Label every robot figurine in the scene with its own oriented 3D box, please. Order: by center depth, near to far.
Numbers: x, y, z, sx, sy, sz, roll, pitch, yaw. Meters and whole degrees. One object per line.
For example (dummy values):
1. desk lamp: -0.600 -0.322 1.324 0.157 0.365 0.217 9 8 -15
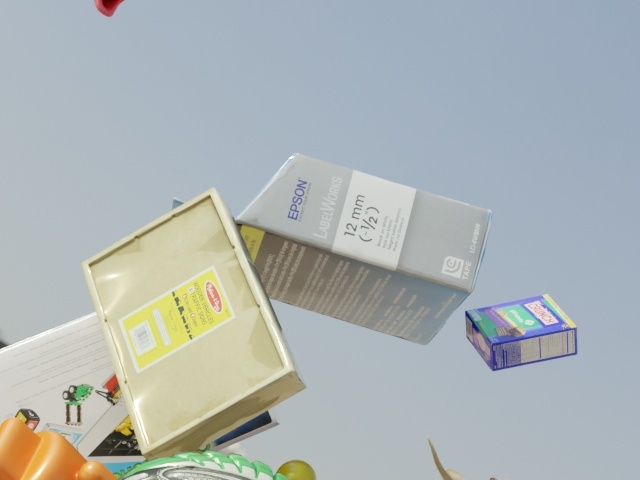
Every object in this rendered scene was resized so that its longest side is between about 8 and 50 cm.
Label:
1. robot figurine: -0.258 0.273 1.396 0.219 0.158 0.128 51 -9 -21

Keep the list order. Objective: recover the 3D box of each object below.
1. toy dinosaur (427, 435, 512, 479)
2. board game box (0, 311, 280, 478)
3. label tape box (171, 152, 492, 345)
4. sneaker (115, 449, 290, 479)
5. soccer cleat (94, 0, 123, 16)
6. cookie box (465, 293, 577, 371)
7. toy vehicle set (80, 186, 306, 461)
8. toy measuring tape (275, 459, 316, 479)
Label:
1. toy dinosaur: 0.148 0.247 1.380 0.092 0.053 0.183 46 8 34
2. board game box: -0.221 0.172 1.577 0.053 0.305 0.193 142 -73 -75
3. label tape box: 0.000 0.000 1.706 0.348 0.115 0.249 18 -20 -2
4. sneaker: -0.029 0.283 1.181 0.344 0.134 0.146 23 13 6
5. soccer cleat: -0.174 -0.342 1.647 0.248 0.095 0.083 -23 -29 35
6. cookie box: 0.236 0.108 1.703 0.092 0.107 0.040 -123 -154 -62
7. toy vehicle set: -0.133 0.082 1.444 0.035 0.166 0.266 57 6 -48
8. toy measuring tape: -0.073 0.366 1.375 0.121 0.330 0.121 23 -20 8
